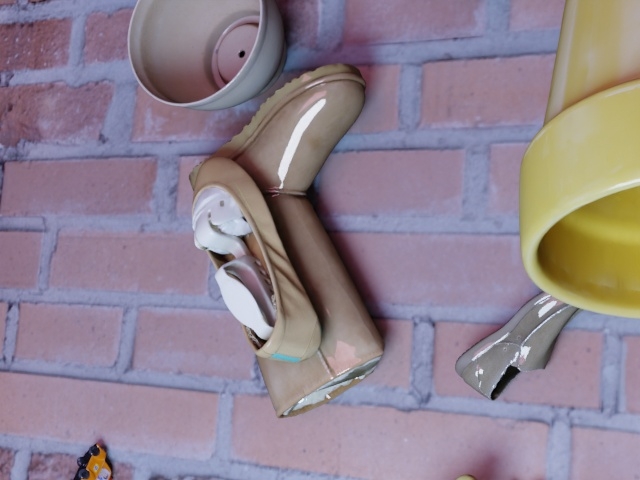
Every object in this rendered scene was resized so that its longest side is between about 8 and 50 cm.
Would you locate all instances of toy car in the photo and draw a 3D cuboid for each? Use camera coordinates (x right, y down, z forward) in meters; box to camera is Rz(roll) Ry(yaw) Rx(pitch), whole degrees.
[{"bbox_3d":[-0.265,0.277,1.189,0.041,0.060,0.122,34,112,-15],"label":"toy car"}]

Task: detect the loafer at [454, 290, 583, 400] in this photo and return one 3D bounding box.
[{"bbox_3d":[0.185,0.088,0.961,0.148,0.056,0.050,-43,65,27],"label":"loafer"}]

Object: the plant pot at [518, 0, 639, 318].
[{"bbox_3d":[0.277,-0.094,0.845,0.254,0.254,0.238,-13,59,27],"label":"plant pot"}]

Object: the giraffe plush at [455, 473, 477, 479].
[{"bbox_3d":[0.128,0.300,0.900,0.181,0.210,0.170,-31,38,-11],"label":"giraffe plush"}]

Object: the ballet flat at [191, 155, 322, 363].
[{"bbox_3d":[-0.074,0.010,1.018,0.080,0.073,0.232,-48,60,31],"label":"ballet flat"}]

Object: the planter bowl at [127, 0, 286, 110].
[{"bbox_3d":[-0.101,-0.205,1.135,0.162,0.109,0.162,-5,80,28],"label":"planter bowl"}]

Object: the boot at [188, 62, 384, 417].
[{"bbox_3d":[0.000,0.000,1.062,0.236,0.089,0.269,-39,64,32],"label":"boot"}]
